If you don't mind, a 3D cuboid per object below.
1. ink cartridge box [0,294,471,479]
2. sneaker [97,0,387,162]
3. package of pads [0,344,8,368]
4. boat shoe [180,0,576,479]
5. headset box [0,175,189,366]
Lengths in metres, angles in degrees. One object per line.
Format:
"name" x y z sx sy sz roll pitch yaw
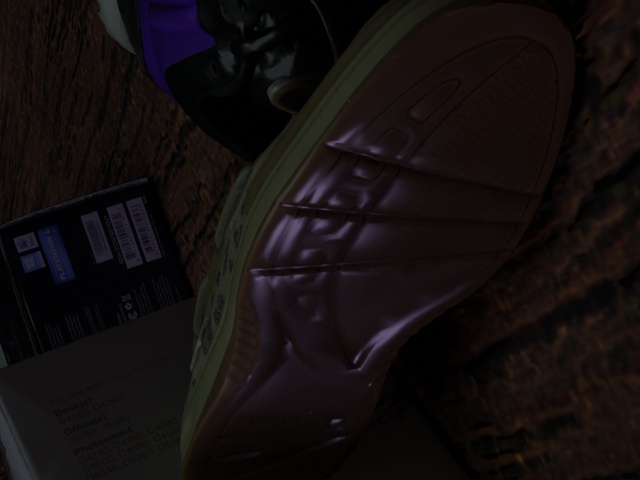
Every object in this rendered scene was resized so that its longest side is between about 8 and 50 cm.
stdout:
"ink cartridge box" -0.033 0.188 0.622 0.270 0.197 0.198 52 153 36
"sneaker" -0.021 -0.135 0.465 0.146 0.102 0.293 56 159 22
"package of pads" -0.334 0.192 1.463 0.229 0.101 0.296 63 156 14
"boat shoe" 0.000 0.000 0.471 0.285 0.104 0.089 -58 34 39
"headset box" -0.203 0.091 1.025 0.283 0.131 0.246 -8 101 68
